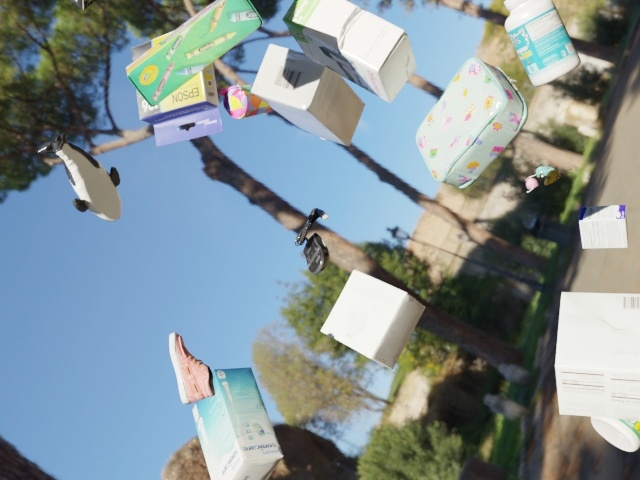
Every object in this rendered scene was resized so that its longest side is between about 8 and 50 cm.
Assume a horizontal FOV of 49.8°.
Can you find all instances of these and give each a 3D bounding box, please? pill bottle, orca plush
[{"bbox_3d":[0.626,-0.588,1.979,0.146,0.264,0.146,-28,6,3],"label":"pill bottle"},{"bbox_3d":[-0.639,-0.162,1.818,0.287,0.102,0.151,44,-112,-49],"label":"orca plush"},{"bbox_3d":[0.729,0.369,1.584,0.208,0.118,0.117,-44,-24,-16],"label":"pill bottle"}]

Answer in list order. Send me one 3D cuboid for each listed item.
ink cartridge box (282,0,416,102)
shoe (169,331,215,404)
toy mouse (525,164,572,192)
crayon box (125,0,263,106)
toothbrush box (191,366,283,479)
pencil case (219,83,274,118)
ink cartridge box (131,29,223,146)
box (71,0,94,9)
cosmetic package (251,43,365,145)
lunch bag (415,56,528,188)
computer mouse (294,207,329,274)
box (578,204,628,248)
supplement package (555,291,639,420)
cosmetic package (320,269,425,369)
[{"bbox_3d":[0.072,-0.461,1.616,0.114,0.273,0.198,-56,-18,0],"label":"ink cartridge box"},{"bbox_3d":[-0.312,0.305,1.685,0.063,0.081,0.177,71,-176,-80],"label":"shoe"},{"bbox_3d":[0.724,-0.213,2.287,0.161,0.031,0.143,-35,20,-9],"label":"toy mouse"},{"bbox_3d":[-0.261,-0.393,1.399,0.278,0.081,0.165,-37,24,-2],"label":"crayon box"},{"bbox_3d":[-0.239,0.536,1.925,0.126,0.295,0.216,4,-49,-32],"label":"toothbrush box"},{"bbox_3d":[-0.187,-0.431,2.069,0.236,0.104,0.104,-22,-46,-49],"label":"pencil case"},{"bbox_3d":[-0.432,-0.452,2.043,0.072,0.304,0.307,-7,-89,-52],"label":"ink cartridge box"},{"bbox_3d":[-0.388,-0.634,1.349,0.307,0.077,0.242,-53,2,-28],"label":"box"},{"bbox_3d":[-0.026,-0.414,2.016,0.155,0.197,0.365,-69,-20,1],"label":"cosmetic package"},{"bbox_3d":[0.354,-0.283,1.637,0.279,0.108,0.224,-54,36,33],"label":"lunch bag"},{"bbox_3d":[0.000,0.000,2.458,0.184,0.060,0.262,-62,30,19],"label":"computer mouse"},{"bbox_3d":[0.895,-0.043,2.179,0.126,0.137,0.072,66,-146,-37],"label":"box"},{"bbox_3d":[0.590,0.218,1.303,0.204,0.262,0.145,-63,-35,-46],"label":"supplement package"},{"bbox_3d":[0.163,0.242,2.138,0.138,0.224,0.224,34,-98,-47],"label":"cosmetic package"}]
